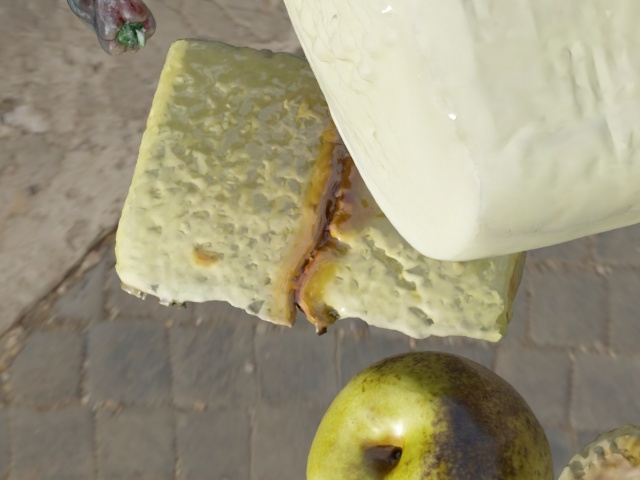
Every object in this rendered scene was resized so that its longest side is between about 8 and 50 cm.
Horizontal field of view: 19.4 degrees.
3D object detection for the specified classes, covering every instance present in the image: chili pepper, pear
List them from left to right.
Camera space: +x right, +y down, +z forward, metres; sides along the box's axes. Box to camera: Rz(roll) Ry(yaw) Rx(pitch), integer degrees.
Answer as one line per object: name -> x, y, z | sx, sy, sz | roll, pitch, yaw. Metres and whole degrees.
chili pepper -> -0.137, -0.159, 1.148 | 0.041, 0.153, 0.050 | 0, 132, -36
pear -> 0.094, 0.190, 1.511 | 0.197, 0.197, 0.197 | 0, 96, 1

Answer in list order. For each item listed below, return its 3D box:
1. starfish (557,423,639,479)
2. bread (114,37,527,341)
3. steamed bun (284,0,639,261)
starfish -> 0.160, 0.313, 0.788 | 0.324, 0.082, 0.432 | 22, 99, 27
bread -> 0.000, 0.000, 1.097 | 0.240, 0.135, 0.178 | 11, 58, 7
steamed bun -> 0.074, -0.128, 0.620 | 0.200, 0.155, 0.250 | -20, 114, -16
